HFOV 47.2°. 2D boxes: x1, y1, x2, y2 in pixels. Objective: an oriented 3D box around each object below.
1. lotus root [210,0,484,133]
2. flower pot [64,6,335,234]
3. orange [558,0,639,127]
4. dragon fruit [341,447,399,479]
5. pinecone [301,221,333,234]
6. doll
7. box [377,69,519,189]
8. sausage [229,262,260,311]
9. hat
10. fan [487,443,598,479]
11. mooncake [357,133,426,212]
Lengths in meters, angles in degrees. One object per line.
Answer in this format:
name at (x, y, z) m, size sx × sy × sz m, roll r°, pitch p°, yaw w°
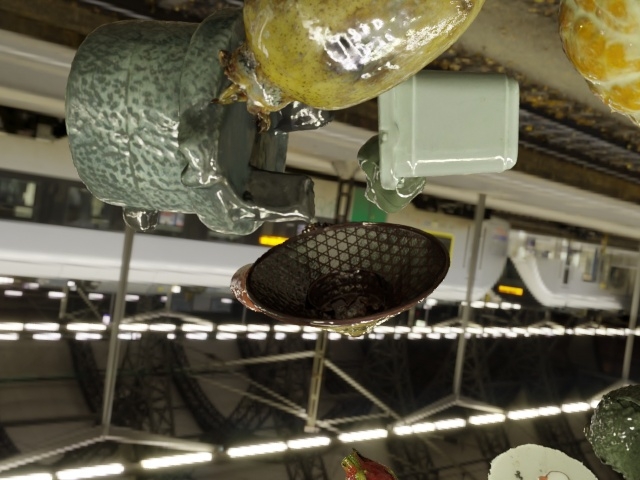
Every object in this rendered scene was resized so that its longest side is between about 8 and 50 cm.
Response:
lotus root at (0.013, -0.184, 0.607) m, size 0.278 × 0.154 × 0.154 m, roll -32°, pitch 171°, yaw 11°
flower pot at (-0.141, -0.140, 0.914) m, size 0.283 × 0.298 × 0.299 m, roll 5°, pitch 180°, yaw 12°
orange at (0.417, -0.255, 0.760) m, size 0.329 × 0.249 × 0.329 m, roll 33°, pitch 154°, yaw 18°
dragon fruit at (0.073, 0.366, 1.090) m, size 0.116 × 0.081 × 0.086 m, roll 50°, pitch 169°, yaw 19°
pinecone at (0.000, 0.000, 1.333) m, size 0.083 × 0.077 × 0.077 m, roll 24°, pitch 171°, yaw -35°
doll at (0.657, 0.396, 1.315) m, size 0.350 × 0.247 × 0.247 m, roll 31°, pitch -170°, yaw 23°
box at (0.183, -0.164, 1.064) m, size 0.183 × 0.175 × 0.312 m, roll 0°, pitch -175°, yaw 10°
sausage at (-0.127, 0.100, 1.569) m, size 0.114 × 0.113 × 0.259 m, roll 7°, pitch 177°, yaw -13°
hat at (0.029, 0.057, 0.696) m, size 0.193 × 0.082 × 0.193 m, roll -7°, pitch -155°, yaw 3°
fan at (0.389, 0.389, 1.030) m, size 0.329 × 0.190 × 0.009 m, roll 3°, pitch -163°, yaw 38°
mooncake at (0.147, -0.147, 1.621) m, size 0.175 × 0.104 × 0.168 m, roll 56°, pitch 161°, yaw -20°
